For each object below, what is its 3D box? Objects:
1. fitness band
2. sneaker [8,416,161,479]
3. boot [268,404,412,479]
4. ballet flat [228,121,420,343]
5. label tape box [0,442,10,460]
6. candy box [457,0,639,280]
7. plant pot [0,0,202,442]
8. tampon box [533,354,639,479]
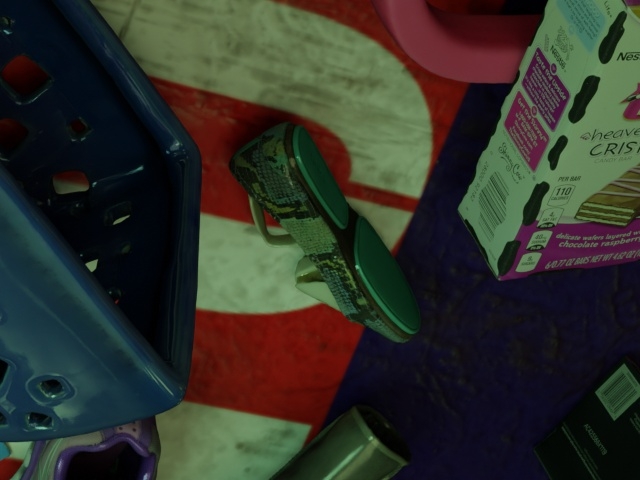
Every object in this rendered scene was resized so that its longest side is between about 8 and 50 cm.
[{"bbox_3d":[0.164,-0.185,1.170,0.291,0.054,0.209,-4,135,-29],"label":"fitness band"},{"bbox_3d":[-0.162,0.186,1.289,0.095,0.104,0.236,7,117,-25],"label":"sneaker"},{"bbox_3d":[-0.037,0.200,1.307,0.208,0.189,0.076,-34,91,11],"label":"boot"},{"bbox_3d":[0.000,0.000,1.271,0.070,0.070,0.188,-31,120,1],"label":"ballet flat"},{"bbox_3d":[-0.389,0.156,1.204,0.333,0.106,0.241,-28,122,-1],"label":"label tape box"},{"bbox_3d":[0.200,-0.083,1.217,0.159,0.071,0.233,-7,139,-26],"label":"candy box"},{"bbox_3d":[-0.216,-0.021,1.080,0.212,0.236,0.236,-24,125,17],"label":"plant pot"},{"bbox_3d":[0.259,0.186,1.406,0.161,0.120,0.101,36,103,-30],"label":"tampon box"}]
